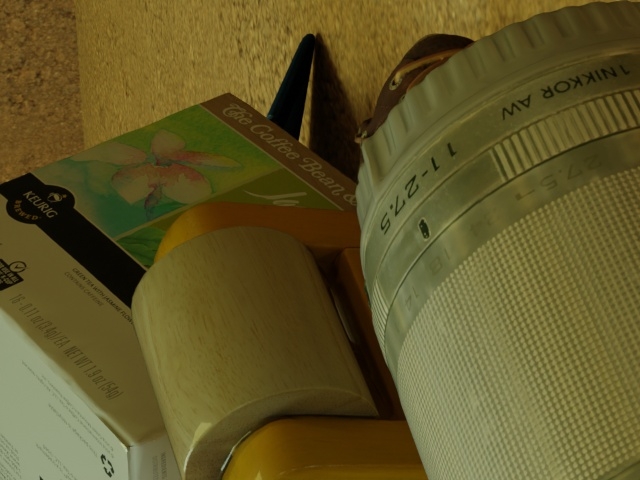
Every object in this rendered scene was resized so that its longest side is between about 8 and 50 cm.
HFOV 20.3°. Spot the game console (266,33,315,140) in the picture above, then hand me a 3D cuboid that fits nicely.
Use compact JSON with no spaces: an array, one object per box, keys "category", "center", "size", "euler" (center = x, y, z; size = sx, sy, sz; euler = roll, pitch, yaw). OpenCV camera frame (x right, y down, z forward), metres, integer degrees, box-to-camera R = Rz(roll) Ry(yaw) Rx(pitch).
[{"category":"game console","center":[0.000,0.000,1.693],"size":[0.250,0.173,0.293],"euler":[39,140,27]}]

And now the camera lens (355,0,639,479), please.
[{"category":"camera lens","center":[0.147,0.059,0.783],"size":[0.219,0.219,0.274],"euler":[97,159,-50]}]

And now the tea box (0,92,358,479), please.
[{"category":"tea box","center":[-0.103,0.087,1.428],"size":[0.329,0.324,0.220],"euler":[37,139,38]}]

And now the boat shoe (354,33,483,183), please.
[{"category":"boat shoe","center":[0.081,-0.078,1.193],"size":[0.342,0.123,0.123],"euler":[128,130,-80]}]

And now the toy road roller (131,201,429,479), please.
[{"category":"toy road roller","center":[0.029,0.130,1.109],"size":[0.240,0.330,0.202],"euler":[-60,37,35]}]
